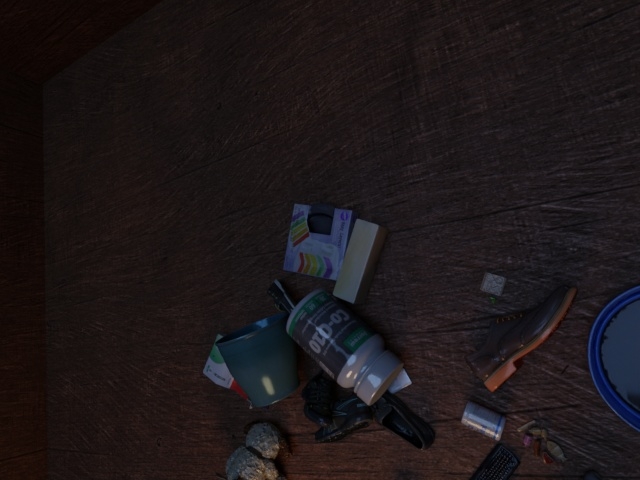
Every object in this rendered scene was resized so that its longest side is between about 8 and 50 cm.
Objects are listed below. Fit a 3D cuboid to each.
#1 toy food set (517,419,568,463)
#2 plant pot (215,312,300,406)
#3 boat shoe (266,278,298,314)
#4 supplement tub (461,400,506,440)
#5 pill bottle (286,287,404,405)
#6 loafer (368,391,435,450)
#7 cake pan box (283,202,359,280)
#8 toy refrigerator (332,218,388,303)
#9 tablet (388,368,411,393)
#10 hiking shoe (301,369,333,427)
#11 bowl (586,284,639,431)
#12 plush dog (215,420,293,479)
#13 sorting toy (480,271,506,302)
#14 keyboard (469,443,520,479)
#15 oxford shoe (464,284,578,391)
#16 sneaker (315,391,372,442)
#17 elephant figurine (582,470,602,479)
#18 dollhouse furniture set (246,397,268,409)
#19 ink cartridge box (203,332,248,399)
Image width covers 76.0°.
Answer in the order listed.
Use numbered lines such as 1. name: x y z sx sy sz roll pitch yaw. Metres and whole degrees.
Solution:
1. toy food set: 0.601 0.555 1.121 0.078 0.019 0.122 -39 75 19
2. plant pot: -0.197 0.425 1.442 0.271 0.271 0.255 -22 88 24
3. boat shoe: -0.133 0.219 1.480 0.069 0.081 0.227 -46 30 -2
4. supplement tub: 0.466 0.513 1.168 0.107 0.071 0.071 17 92 29
5. pill bottle: 0.076 0.338 1.326 0.361 0.204 0.204 37 101 27
6. loafer: 0.227 0.553 1.284 0.267 0.084 0.096 26 97 28
7. cake pan box: 0.000 0.000 1.489 0.245 0.070 0.267 11 88 27
8. toy refrigerator: 0.133 0.070 1.387 0.094 0.102 0.270 20 94 29
9. tablet: 0.249 0.457 1.329 0.083 0.006 0.054 -37 68 19
10. hiking shoe: -0.002 0.517 1.357 0.114 0.086 0.227 -62 20 4
11. bowl: 0.865 0.289 0.977 0.390 0.077 0.392 -4 82 28
12. plush dog: -0.227 0.765 1.463 0.262 0.211 0.226 13 63 27
13. sorting toy: 0.512 0.143 1.223 0.062 0.012 0.083 18 89 24
14. keyboard: 0.490 0.681 1.153 0.100 0.038 0.192 35 101 27
15. oxford shoe: 0.547 0.246 1.130 0.133 0.130 0.364 45 105 32
16. sneaker: 0.071 0.592 1.355 0.267 0.101 0.106 -45 44 33
17. elephant figurine: 0.598 0.704 1.023 0.185 0.239 0.170 13 128 10
18. dollhouse furniture set: -0.240 0.571 1.536 0.090 0.081 0.115 19 93 29
19. ink cartridge box: -0.349 0.501 1.623 0.224 0.056 0.181 26 97 30
